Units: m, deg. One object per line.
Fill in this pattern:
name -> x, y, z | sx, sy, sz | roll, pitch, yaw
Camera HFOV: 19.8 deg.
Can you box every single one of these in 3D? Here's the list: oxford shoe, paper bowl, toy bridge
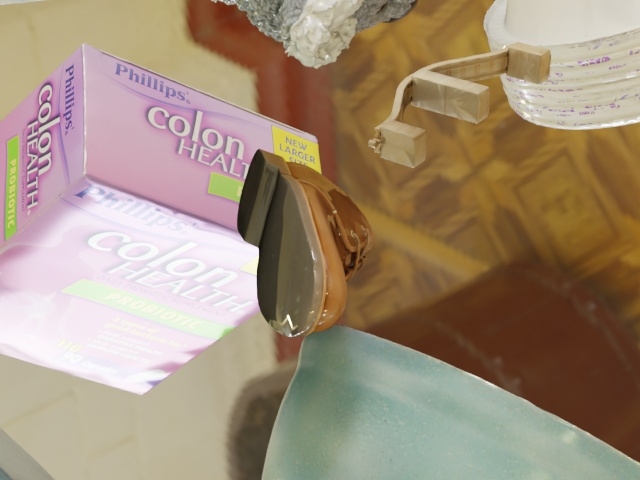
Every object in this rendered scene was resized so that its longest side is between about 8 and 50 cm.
oxford shoe -> 0.000, 0.000, 1.099 | 0.212, 0.076, 0.076 | -105, 32, -66
paper bowl -> 0.289, -0.230, 1.699 | 0.284, 0.284, 0.148 | 10, 129, 52
toy bridge -> 0.090, -0.103, 1.310 | 0.063, 0.188, 0.026 | 20, 125, 32

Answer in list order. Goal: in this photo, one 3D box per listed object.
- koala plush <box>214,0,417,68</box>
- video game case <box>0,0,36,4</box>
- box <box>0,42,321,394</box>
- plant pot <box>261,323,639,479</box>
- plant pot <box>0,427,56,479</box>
koala plush -> 0.028, -0.204, 1.072 | 0.203, 0.221, 0.196 | 46, 180, -40
video game case -> -0.179, -0.179, 0.954 | 0.166, 0.015, 0.119 | -2, 120, 27
box -> -0.153, -0.006, 1.373 | 0.243, 0.214, 0.117 | -36, 46, 38
plant pot -> 0.078, 0.205, 1.153 | 0.293, 0.196, 0.293 | 27, 171, 5
plant pot -> -0.212, 0.244, 1.030 | 0.252, 0.247, 0.248 | 34, 171, 21
